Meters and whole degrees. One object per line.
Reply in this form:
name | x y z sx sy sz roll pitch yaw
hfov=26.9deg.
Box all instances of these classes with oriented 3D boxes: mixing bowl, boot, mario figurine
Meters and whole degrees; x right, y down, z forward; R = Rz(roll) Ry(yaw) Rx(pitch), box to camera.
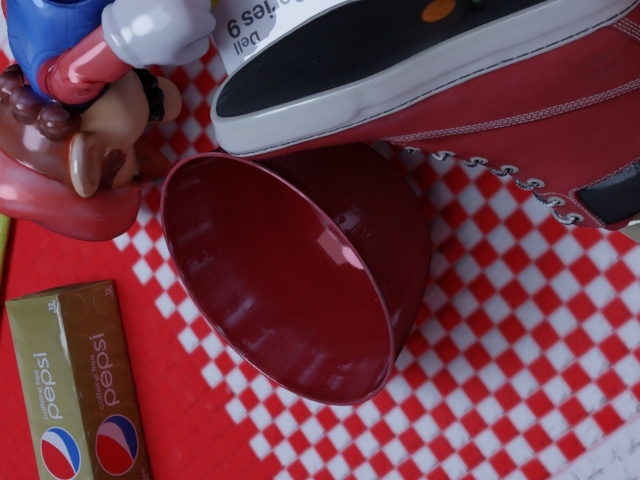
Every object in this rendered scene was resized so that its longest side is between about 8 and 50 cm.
mixing bowl | 0.000 0.000 0.819 0.181 0.098 0.181 30 142 26
boot | 0.077 -0.053 0.722 0.244 0.088 0.176 -15 131 20
mario figurine | -0.140 -0.143 0.868 0.170 0.198 0.320 6 127 3

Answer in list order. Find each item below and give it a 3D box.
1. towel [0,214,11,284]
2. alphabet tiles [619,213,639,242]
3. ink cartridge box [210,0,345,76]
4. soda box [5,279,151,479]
towel | -0.286 -0.018 1.074 0.102 0.021 0.237 22 110 23
alphabet tiles | 0.271 -0.122 0.686 0.285 0.011 0.342 36 116 23
ink cartridge box | 0.001 -0.189 0.804 0.154 0.093 0.212 -22 88 34
soda box | -0.178 0.124 1.001 0.058 0.061 0.181 -9 94 35
